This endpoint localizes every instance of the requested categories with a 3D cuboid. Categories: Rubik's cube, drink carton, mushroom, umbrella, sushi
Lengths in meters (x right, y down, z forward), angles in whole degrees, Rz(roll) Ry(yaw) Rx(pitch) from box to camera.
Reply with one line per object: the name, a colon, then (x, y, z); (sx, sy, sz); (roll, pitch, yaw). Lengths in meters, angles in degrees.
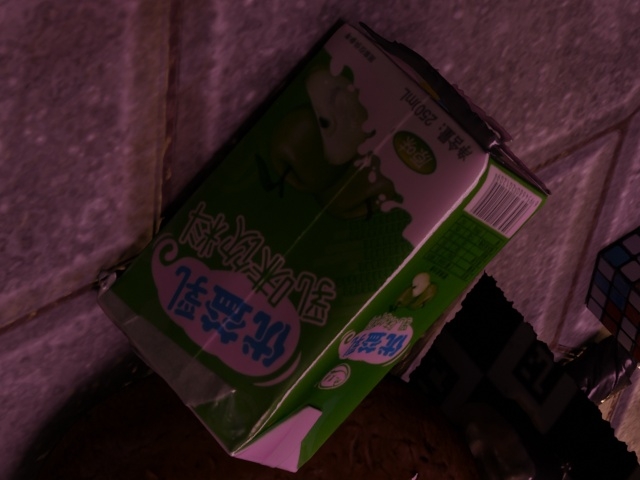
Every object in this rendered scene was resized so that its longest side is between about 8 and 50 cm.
Rubik's cube: (0.318, 0.047, 1.809); (0.092, 0.092, 0.092); (-29, 150, -22)
drink carton: (0.000, 0.000, 1.267); (0.271, 0.161, 0.108); (-48, 152, 8)
mushroom: (-0.038, 0.227, 1.437); (0.345, 0.239, 0.345); (-24, 151, -14)
umbrella: (0.251, 0.150, 1.914); (0.235, 0.059, 0.066); (-35, 169, -9)
sushi: (0.080, 0.250, 1.599); (0.100, 0.296, 0.373); (10, 124, -42)

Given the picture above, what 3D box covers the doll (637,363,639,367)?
doll: (0.396, 0.082, 2.009); (0.113, 0.071, 0.135); (4, 125, -30)
